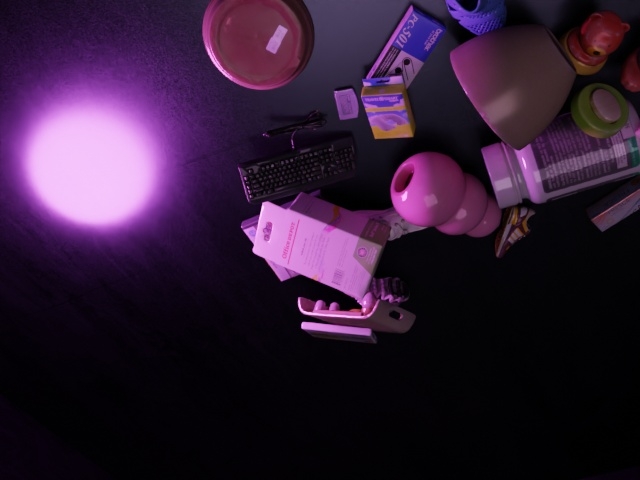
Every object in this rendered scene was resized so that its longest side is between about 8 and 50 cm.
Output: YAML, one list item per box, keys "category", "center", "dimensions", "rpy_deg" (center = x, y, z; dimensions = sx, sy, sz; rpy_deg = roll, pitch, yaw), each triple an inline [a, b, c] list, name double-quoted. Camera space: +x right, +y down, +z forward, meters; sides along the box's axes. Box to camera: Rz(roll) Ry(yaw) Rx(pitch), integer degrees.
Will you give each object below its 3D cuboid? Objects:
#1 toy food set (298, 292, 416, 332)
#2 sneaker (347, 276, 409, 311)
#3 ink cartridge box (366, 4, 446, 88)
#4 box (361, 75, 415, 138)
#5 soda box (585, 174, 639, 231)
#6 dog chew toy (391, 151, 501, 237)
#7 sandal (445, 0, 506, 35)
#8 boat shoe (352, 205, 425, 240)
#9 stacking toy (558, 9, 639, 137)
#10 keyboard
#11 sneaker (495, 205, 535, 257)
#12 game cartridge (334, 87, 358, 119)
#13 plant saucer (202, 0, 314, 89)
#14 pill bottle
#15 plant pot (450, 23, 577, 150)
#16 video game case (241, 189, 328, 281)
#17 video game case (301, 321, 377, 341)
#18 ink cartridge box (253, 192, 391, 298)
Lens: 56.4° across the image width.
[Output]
- category: "toy food set"
  center: [0.112, 0.218, 1.875]
  dimensions: [0.306, 0.092, 0.220]
  rpy_deg: [-1, 162, 38]
- category: "sneaker"
  center: [0.134, 0.160, 1.917]
  dimensions: [0.292, 0.110, 0.118]
  rpy_deg: [19, 135, -10]
- category: "ink cartridge box"
  center: [0.208, -0.458, 1.464]
  dimensions: [0.097, 0.046, 0.207]
  rpy_deg: [24, 125, -15]
- category: "box"
  center: [0.173, -0.335, 1.521]
  dimensions: [0.109, 0.042, 0.178]
  rpy_deg: [0, 147, 21]
- category: "soda box"
  center: [0.852, -0.107, 1.687]
  dimensions: [0.063, 0.058, 0.183]
  rpy_deg: [38, 122, -23]
- category: "dog chew toy"
  center: [0.359, -0.108, 1.639]
  dimensions: [0.332, 0.206, 0.206]
  rpy_deg: [23, 126, -24]
- category: "sandal"
  center: [0.318, -0.539, 1.295]
  dimensions: [0.126, 0.138, 0.317]
  rpy_deg: [-21, 148, 31]
- category: "boat shoe"
  center: [0.211, -0.042, 1.754]
  dimensions: [0.277, 0.096, 0.098]
  rpy_deg: [-9, 127, 11]
- category: "stacking toy"
  center: [0.712, -0.375, 1.343]
  dimensions: [0.309, 0.279, 0.130]
  rpy_deg: [7, 163, -6]
- category: "keyboard"
  center: [-0.064, -0.227, 1.607]
  dimensions: [0.317, 0.033, 0.201]
  rpy_deg: [-17, 108, -7]
- category: "sneaker"
  center: [0.575, -0.019, 1.766]
  dimensions: [0.084, 0.069, 0.185]
  rpy_deg: [9, 129, 3]
- category: "game cartridge"
  center: [0.071, -0.360, 1.568]
  dimensions: [0.056, 0.017, 0.083]
  rpy_deg: [-5, 127, 12]
- category: "plant saucer"
  center: [-0.154, -0.496, 1.463]
  dimensions: [0.278, 0.041, 0.277]
  rpy_deg: [1, 127, 2]
- category: "pill bottle"
  center: [0.613, -0.214, 1.527]
  dimensions: [0.361, 0.204, 0.204]
  rpy_deg: [-17, 125, 16]
- category: "plant pot"
  center: [0.458, -0.375, 1.353]
  dimensions: [0.191, 0.284, 0.284]
  rpy_deg: [-34, 119, 31]
- category: "video game case"
  center: [-0.063, -0.008, 1.837]
  dimensions: [0.275, 0.035, 0.248]
  rpy_deg: [-21, 123, 19]
- category: "video game case"
  center: [0.068, 0.308, 1.990]
  dimensions: [0.227, 0.026, 0.206]
  rpy_deg: [4, 164, 12]
- category: "ink cartridge box"
  center: [0.000, 0.000, 1.711]
  dimensions: [0.354, 0.119, 0.207]
  rpy_deg: [22, 127, 8]
